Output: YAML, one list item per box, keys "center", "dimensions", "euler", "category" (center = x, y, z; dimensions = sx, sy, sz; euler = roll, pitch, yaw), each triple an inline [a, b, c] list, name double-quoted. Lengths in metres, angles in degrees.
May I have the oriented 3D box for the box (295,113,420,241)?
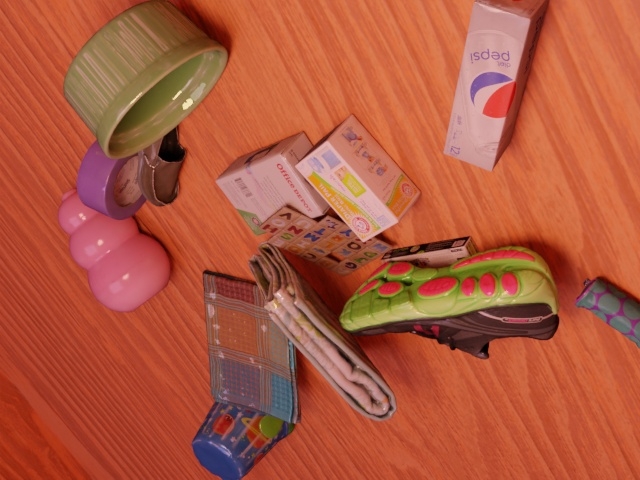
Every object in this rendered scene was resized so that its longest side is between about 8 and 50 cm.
- center: [0.072, -0.115, 1.635]
  dimensions: [0.203, 0.103, 0.114]
  euler: [47, 139, -8]
  category: "box"

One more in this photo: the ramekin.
- center: [-0.335, -0.309, 1.629]
  dimensions: [0.148, 0.303, 0.303]
  euler: [48, 140, 3]
  category: "ramekin"

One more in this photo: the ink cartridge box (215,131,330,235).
- center: [-0.086, -0.112, 1.766]
  dimensions: [0.212, 0.093, 0.154]
  euler: [-15, 117, 46]
  category: "ink cartridge box"

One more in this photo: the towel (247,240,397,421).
- center: [-0.001, 0.185, 1.828]
  dimensions: [0.374, 0.090, 0.320]
  euler: [50, -177, -23]
  category: "towel"

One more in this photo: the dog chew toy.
- center: [-0.524, 0.014, 2.139]
  dimensions: [0.332, 0.206, 0.206]
  euler: [53, 138, -4]
  category: "dog chew toy"

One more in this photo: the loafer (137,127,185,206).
- center: [-0.349, -0.173, 1.908]
  dimensions: [0.087, 0.094, 0.251]
  euler: [23, 137, 26]
  category: "loafer"

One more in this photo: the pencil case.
- center: [0.530, 0.130, 1.540]
  dimensions: [0.152, 0.064, 0.070]
  euler: [35, 138, 5]
  category: "pencil case"

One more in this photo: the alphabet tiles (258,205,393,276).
- center: [0.000, 0.000, 1.778]
  dimensions: [0.237, 0.009, 0.198]
  euler: [24, 151, -20]
  category: "alphabet tiles"

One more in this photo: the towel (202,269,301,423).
- center: [-0.176, 0.268, 2.148]
  dimensions: [0.271, 0.040, 0.370]
  euler: [11, 116, 29]
  category: "towel"

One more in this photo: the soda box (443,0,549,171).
- center: [0.273, -0.255, 1.362]
  dimensions: [0.091, 0.098, 0.286]
  euler: [24, 136, 18]
  category: "soda box"

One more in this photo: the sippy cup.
- center: [-0.223, 0.518, 2.338]
  dimensions: [0.240, 0.224, 0.305]
  euler: [27, 139, 15]
  category: "sippy cup"

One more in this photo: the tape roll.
- center: [-0.453, -0.146, 1.938]
  dimensions: [0.080, 0.189, 0.189]
  euler: [23, 137, 20]
  category: "tape roll"

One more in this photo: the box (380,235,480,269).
- center: [0.230, 0.060, 1.724]
  dimensions: [0.207, 0.036, 0.114]
  euler: [-11, 119, 42]
  category: "box"

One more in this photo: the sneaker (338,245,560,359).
- center: [0.228, 0.146, 1.638]
  dimensions: [0.483, 0.185, 0.202]
  euler: [-8, 124, 45]
  category: "sneaker"
